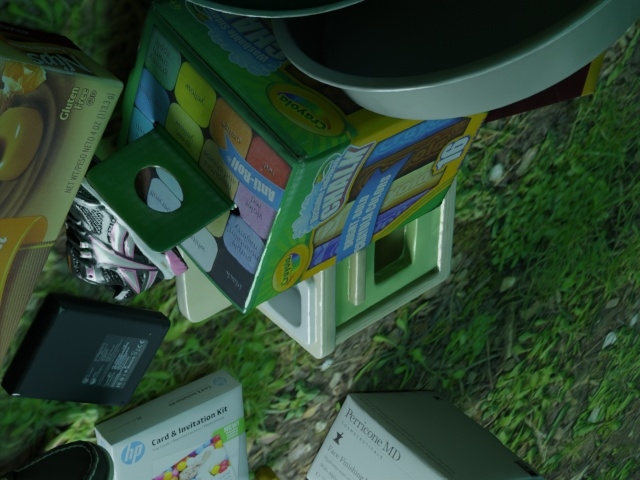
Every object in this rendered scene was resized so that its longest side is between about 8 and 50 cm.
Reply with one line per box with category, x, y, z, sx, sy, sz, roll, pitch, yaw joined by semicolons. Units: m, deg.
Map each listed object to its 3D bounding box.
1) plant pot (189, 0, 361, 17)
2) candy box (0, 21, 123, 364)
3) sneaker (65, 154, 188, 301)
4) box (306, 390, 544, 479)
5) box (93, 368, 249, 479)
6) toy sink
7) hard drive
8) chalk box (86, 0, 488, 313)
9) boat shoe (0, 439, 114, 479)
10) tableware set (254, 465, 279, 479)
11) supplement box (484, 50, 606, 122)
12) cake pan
plant pot;-0.018;-0.292;0.890;0.290;0.290;0.195;-60;180;11
candy box;-0.285;-0.002;0.962;0.183;0.087;0.316;8;114;-50
sneaker;-0.175;-0.002;1.103;0.077;0.072;0.178;-38;137;-1
box;0.118;0.266;1.552;0.182;0.181;0.119;7;114;-50
box;-0.139;0.231;1.340;0.145;0.038;0.186;-22;126;-29
toy sink;0.000;0.000;1.240;0.234;0.131;0.153;-27;137;-29
hard drive;-0.201;0.097;1.195;0.135;0.022;0.094;15;108;-52
chalk box;-0.034;-0.085;1.045;0.289;0.180;0.179;-28;154;-37
boat shoe;-0.278;0.250;1.189;0.227;0.081;0.069;-41;147;-12
tableware set;-0.103;0.258;1.442;0.154;0.024;0.104;10;109;-50
supplement box;0.149;-0.217;1.172;0.194;0.129;0.191;-18;132;-38
cake pan;0.107;-0.191;0.927;0.293;0.293;0.054;-44;132;-11
